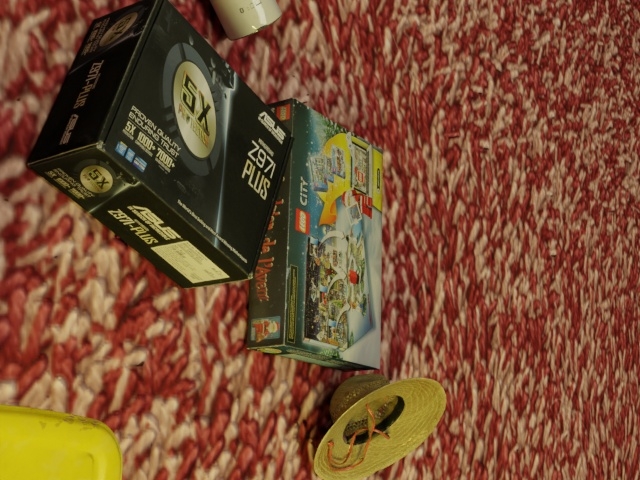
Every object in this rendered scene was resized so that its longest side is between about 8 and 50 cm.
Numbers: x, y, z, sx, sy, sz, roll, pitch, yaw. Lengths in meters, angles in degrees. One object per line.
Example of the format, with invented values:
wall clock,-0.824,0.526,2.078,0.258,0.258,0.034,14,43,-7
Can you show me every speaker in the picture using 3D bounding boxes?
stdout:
speaker,-0.087,-0.250,0.851,0.136,0.055,0.055,63,38,-23

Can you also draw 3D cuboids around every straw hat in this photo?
straw hat,0.044,0.162,0.925,0.144,0.144,0.061,33,15,-47

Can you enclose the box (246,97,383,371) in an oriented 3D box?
box,0.000,0.000,0.925,0.159,0.044,0.233,22,64,-51

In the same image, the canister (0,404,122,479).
canister,-0.203,0.123,0.498,0.126,0.170,0.073,23,64,-51

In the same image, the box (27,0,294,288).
box,-0.114,-0.071,0.750,0.180,0.077,0.147,45,47,-40
